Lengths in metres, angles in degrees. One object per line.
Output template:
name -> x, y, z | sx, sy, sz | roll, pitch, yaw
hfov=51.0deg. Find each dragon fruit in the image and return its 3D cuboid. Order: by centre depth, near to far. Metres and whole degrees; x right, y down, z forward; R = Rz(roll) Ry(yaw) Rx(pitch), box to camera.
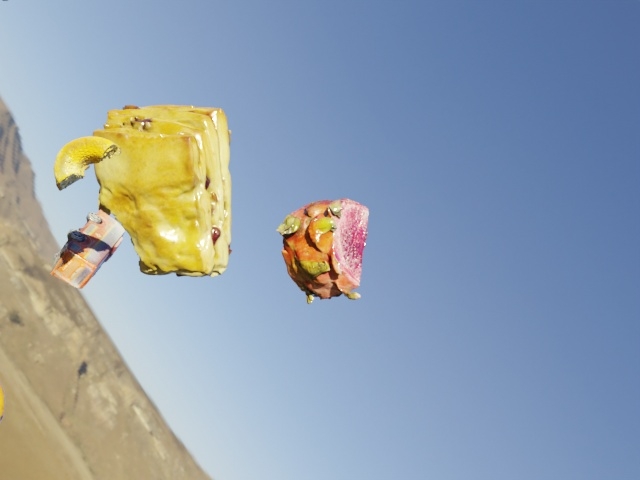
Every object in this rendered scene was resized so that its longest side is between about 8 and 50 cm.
dragon fruit -> 0.000, 0.000, 0.865 | 0.102, 0.147, 0.096 | -5, -25, 36

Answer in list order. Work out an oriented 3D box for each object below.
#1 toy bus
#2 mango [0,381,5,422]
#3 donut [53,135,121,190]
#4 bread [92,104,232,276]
toy bus -> -0.390, 0.012, 1.130 | 0.077, 0.065, 0.192 | 37, 17, -13
mango -> -0.799, 0.368, 1.568 | 0.090, 0.115, 0.178 | -28, -89, 40
donut -> -0.298, -0.101, 0.850 | 0.038, 0.083, 0.067 | 98, -11, -78
bread -> -0.344, -0.109, 1.409 | 0.314, 0.191, 0.369 | 5, -88, 22
